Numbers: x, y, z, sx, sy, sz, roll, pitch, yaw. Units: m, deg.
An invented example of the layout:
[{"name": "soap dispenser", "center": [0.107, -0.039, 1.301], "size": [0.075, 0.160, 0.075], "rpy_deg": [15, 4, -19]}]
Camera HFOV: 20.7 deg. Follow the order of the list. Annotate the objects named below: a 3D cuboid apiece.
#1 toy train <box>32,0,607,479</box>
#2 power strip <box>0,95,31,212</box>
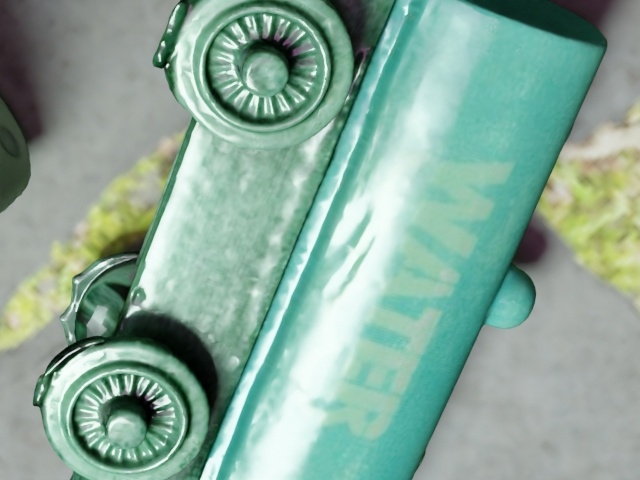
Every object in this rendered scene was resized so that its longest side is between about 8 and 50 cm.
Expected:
[{"name": "toy train", "center": [0.000, 0.000, 0.603], "size": [0.159, 0.101, 0.248], "rpy_deg": [17, 110, -11]}, {"name": "power strip", "center": [-0.192, -0.075, 0.514], "size": [0.141, 0.261, 0.229], "rpy_deg": [-29, 101, 17]}]
